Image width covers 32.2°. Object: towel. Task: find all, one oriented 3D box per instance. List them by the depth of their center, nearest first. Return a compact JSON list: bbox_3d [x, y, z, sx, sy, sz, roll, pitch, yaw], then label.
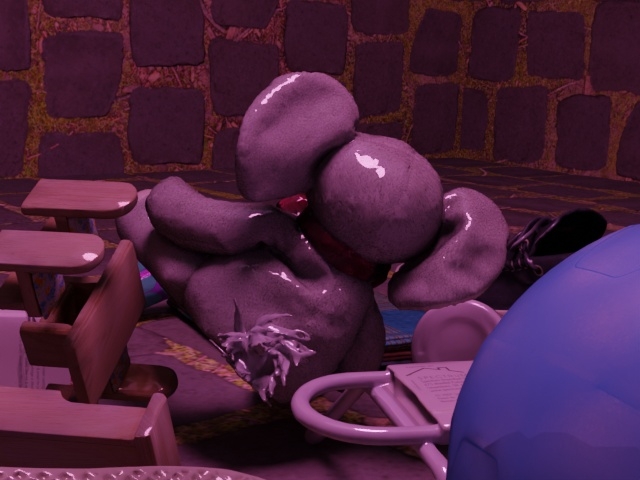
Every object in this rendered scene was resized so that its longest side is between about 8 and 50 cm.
[{"bbox_3d":[-0.012,0.099,1.374,0.272,0.040,0.370,-3,10,-26],"label":"towel"}]

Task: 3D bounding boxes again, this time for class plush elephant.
[{"bbox_3d":[0.000,0.000,0.979,0.272,0.255,0.330,46,-5,-13],"label":"plush elephant"}]

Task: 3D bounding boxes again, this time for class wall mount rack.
[{"bbox_3d":[0.132,0.153,0.877,0.350,0.130,0.304,-1,14,-16],"label":"wall mount rack"}]

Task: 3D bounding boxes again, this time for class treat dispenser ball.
[{"bbox_3d":[0.204,0.128,0.544,0.288,0.288,0.288,2,10,0],"label":"treat dispenser ball"}]

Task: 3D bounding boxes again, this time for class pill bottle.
[{"bbox_3d":[0.154,0.114,1.082,0.094,0.094,0.169,6,-9,22],"label":"pill bottle"}]

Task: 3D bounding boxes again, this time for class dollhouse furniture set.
[{"bbox_3d":[-0.165,0.100,0.873,0.161,0.212,0.242,3,36,12],"label":"dollhouse furniture set"}]

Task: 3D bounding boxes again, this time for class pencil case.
[{"bbox_3d":[-0.222,0.052,1.402,0.152,0.070,0.064,-24,65,-24],"label":"pencil case"}]

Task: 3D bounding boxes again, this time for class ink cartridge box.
[{"bbox_3d":[-0.284,0.112,1.058,0.135,0.099,0.056,2,9,-7],"label":"ink cartridge box"}]

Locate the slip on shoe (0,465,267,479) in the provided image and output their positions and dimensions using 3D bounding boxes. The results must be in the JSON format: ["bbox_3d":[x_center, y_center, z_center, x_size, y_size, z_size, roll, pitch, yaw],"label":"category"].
[{"bbox_3d":[-0.097,0.197,0.622,0.331,0.101,0.123,10,28,-27],"label":"slip on shoe"}]

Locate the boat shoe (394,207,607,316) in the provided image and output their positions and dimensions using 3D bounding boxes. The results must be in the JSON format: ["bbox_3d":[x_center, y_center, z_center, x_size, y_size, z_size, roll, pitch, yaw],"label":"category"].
[{"bbox_3d":[0.308,0.035,1.416,0.500,0.156,0.187,2,11,43],"label":"boat shoe"}]
